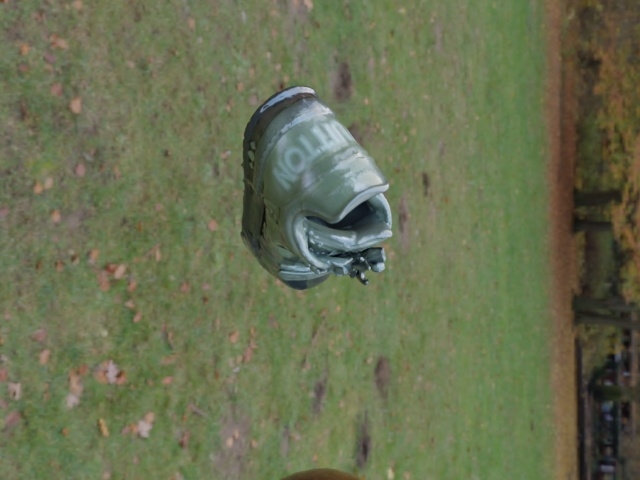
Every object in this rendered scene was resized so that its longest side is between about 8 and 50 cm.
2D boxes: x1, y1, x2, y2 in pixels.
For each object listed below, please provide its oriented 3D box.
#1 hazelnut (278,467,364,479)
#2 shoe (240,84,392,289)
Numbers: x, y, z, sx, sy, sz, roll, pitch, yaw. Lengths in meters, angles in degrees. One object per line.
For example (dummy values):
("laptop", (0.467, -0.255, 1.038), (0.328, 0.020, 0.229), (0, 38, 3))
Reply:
("hazelnut", (-0.021, 0.663, 1.511), (0.402, 0.429, 0.402), (54, -13, 18))
("shoe", (0.003, -0.001, 0.745), (0.149, 0.109, 0.293), (53, -17, 28))
